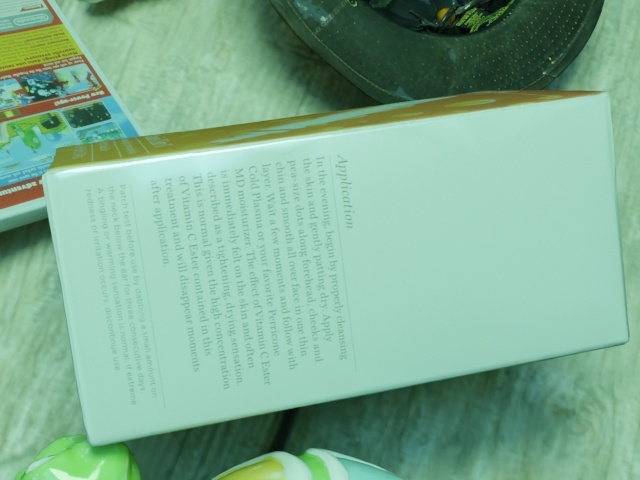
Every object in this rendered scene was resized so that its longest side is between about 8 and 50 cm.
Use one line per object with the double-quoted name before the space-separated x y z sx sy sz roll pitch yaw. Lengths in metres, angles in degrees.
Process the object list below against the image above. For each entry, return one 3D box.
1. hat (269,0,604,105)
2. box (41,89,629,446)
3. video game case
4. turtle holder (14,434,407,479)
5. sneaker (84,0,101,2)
"hat" 0.075 -0.251 0.917 0.332 0.134 0.331 2 83 -14
"box" 0.000 0.000 0.722 0.346 0.215 0.168 -9 100 -12
"video game case" -0.282 -0.135 0.854 0.204 0.025 0.285 -21 68 -38
"turtle holder" -0.012 0.224 0.651 0.243 0.227 0.320 -28 72 -15
"sneaker" -0.199 -0.350 0.962 0.118 0.110 0.292 -13 72 -23
